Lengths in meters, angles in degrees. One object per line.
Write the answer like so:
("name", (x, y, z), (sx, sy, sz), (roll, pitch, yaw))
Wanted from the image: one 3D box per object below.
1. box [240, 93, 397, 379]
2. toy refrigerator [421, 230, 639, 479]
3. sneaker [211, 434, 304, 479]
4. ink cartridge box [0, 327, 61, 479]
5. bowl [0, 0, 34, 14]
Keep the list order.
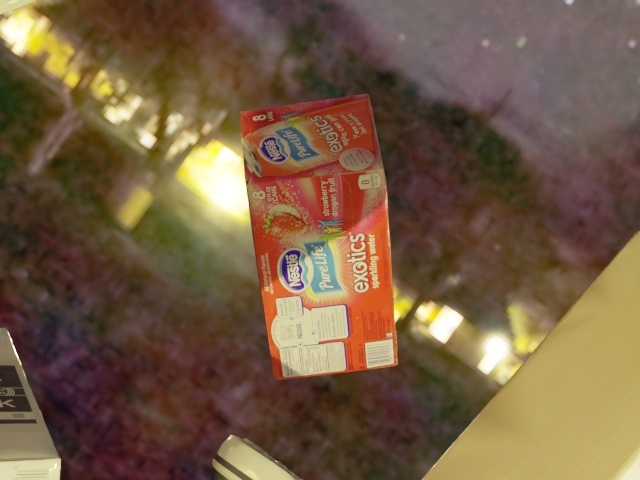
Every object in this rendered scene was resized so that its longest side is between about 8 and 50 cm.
("box", (0.000, 0.000, 1.489), (0.122, 0.128, 0.257), (-99, -178, -49))
("toy refrigerator", (0.150, 0.134, 0.890), (0.102, 0.269, 0.094), (33, -12, 47))
("sneaker", (0.027, 0.278, 1.087), (0.321, 0.127, 0.126), (40, -5, 3))
("ink cartridge box", (-0.244, 0.168, 1.110), (0.065, 0.165, 0.333), (0, 16, -20))
("bowl", (-0.324, -0.351, 1.337), (0.298, 0.298, 0.134), (36, 26, -27))
